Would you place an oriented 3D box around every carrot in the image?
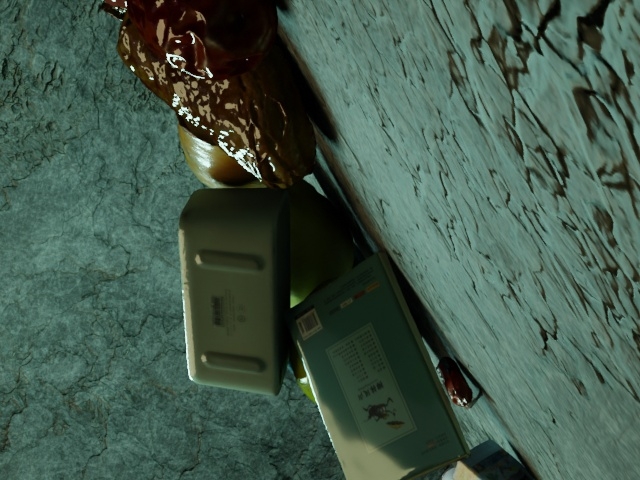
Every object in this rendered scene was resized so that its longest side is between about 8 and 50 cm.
[{"bbox_3d":[-0.165,-0.212,1.664,0.224,0.224,0.340,58,176,11],"label":"carrot"}]

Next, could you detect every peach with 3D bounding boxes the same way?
[{"bbox_3d":[-0.085,0.012,1.913,0.314,0.281,0.315,57,-170,26],"label":"peach"}]

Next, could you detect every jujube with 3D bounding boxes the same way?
[{"bbox_3d":[-0.150,-0.297,1.091,0.250,0.174,0.174,38,162,51],"label":"jujube"}]

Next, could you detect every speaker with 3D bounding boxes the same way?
[{"bbox_3d":[-0.159,0.098,1.689,0.183,0.184,0.406,-73,-14,-61],"label":"speaker"}]

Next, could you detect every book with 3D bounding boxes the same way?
[{"bbox_3d":[0.087,0.244,1.536,0.031,0.264,0.379,0,-117,-50],"label":"book"}]

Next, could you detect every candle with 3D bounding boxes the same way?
[{"bbox_3d":[0.231,0.241,1.441,0.162,0.048,0.053,-109,13,-73],"label":"candle"}]

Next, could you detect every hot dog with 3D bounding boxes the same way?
[{"bbox_3d":[-0.141,-0.243,1.351,0.387,0.174,0.267,40,169,22],"label":"hot dog"}]

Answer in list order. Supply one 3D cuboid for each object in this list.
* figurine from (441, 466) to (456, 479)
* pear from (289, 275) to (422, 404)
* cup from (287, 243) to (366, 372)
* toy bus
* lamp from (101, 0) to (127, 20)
[{"bbox_3d":[0.368,0.594,1.703,0.284,0.206,0.316,64,-176,0],"label":"figurine"},{"bbox_3d":[0.070,0.214,1.744,0.294,0.294,0.294,58,178,4],"label":"pear"},{"bbox_3d":[0.013,0.180,2.139,0.242,0.292,0.308,56,176,34],"label":"cup"},{"bbox_3d":[0.262,0.511,1.516,0.136,0.109,0.329,34,124,33],"label":"toy bus"},{"bbox_3d":[-0.327,-0.506,1.594,0.227,0.227,0.227,58,178,4],"label":"lamp"}]
